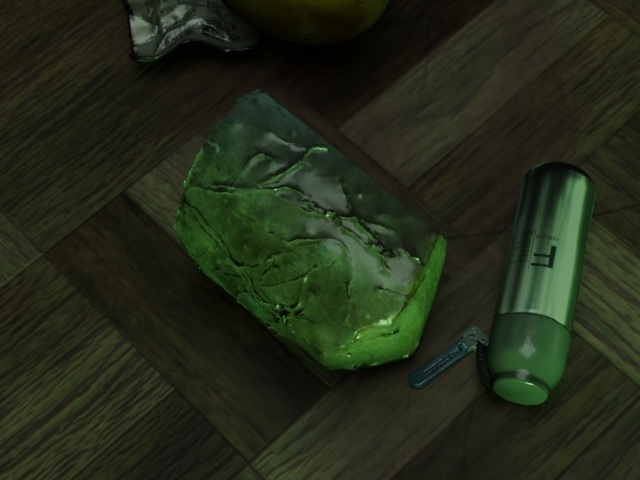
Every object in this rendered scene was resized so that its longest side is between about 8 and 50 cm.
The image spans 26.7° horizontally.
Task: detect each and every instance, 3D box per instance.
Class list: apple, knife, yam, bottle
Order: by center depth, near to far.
[{"bbox_3d":[-0.003,0.003,1.346,0.271,0.202,0.201,33,90,18],"label":"yam"},{"bbox_3d":[0.129,0.119,1.367,0.096,0.010,0.027,-34,64,-14],"label":"knife"},{"bbox_3d":[0.217,0.041,1.368,0.096,0.079,0.254,-5,56,33],"label":"bottle"},{"bbox_3d":[-0.019,-0.333,1.507,0.207,0.237,0.237,12,62,10],"label":"apple"}]

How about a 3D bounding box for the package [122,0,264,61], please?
[{"bbox_3d":[-0.161,-0.294,1.606,0.166,0.040,0.232,-12,53,-6],"label":"package"}]
